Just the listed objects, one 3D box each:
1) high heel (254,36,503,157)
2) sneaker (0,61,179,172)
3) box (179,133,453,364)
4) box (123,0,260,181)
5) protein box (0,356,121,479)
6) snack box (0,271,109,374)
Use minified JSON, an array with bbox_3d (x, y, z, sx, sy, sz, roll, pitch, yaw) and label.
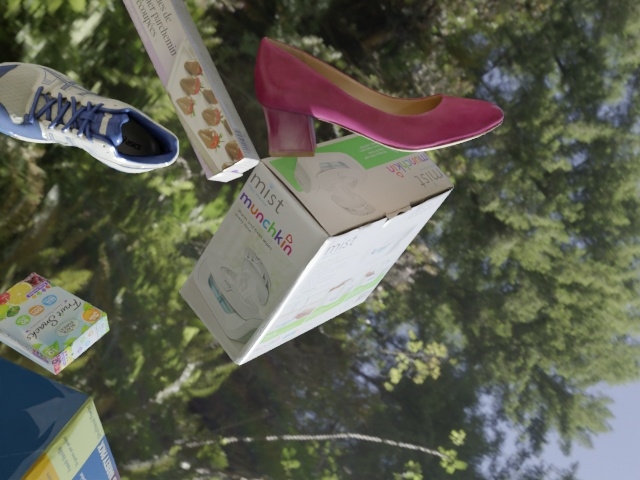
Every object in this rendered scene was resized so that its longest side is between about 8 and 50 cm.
[{"bbox_3d":[0.058,-0.151,0.913,0.243,0.117,0.082,-3,-160,6],"label":"high heel"},{"bbox_3d":[-0.332,-0.177,1.295,0.131,0.296,0.112,7,-97,52],"label":"sneaker"},{"bbox_3d":[0.000,0.000,1.108,0.127,0.262,0.231,47,-52,17],"label":"box"},{"bbox_3d":[-0.183,-0.235,1.263,0.063,0.067,0.324,-28,-98,14],"label":"box"},{"bbox_3d":[-0.286,0.190,0.655,0.199,0.136,0.201,18,-132,21],"label":"protein box"},{"bbox_3d":[-0.370,0.108,1.235,0.141,0.037,0.100,25,-133,24],"label":"snack box"}]
